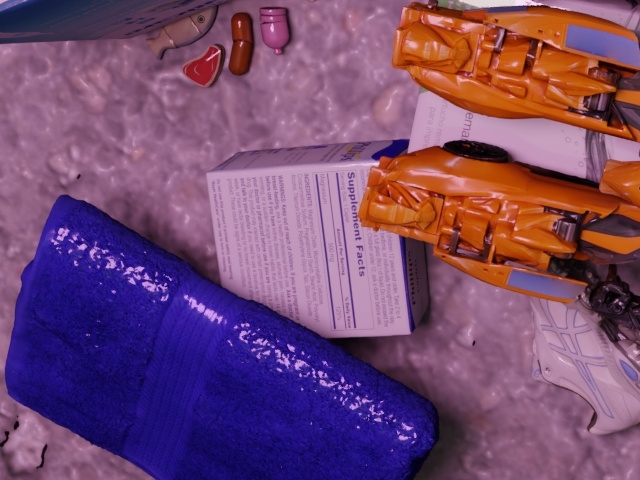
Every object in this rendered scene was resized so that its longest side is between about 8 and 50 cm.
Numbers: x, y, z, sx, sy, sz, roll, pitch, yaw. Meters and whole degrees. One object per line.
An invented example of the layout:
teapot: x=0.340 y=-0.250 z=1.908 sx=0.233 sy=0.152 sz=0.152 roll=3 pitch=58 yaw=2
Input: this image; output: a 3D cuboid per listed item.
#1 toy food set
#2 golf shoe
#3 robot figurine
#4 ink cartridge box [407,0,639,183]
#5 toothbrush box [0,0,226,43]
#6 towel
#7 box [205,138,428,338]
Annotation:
toy food set: x=-0.062 y=-0.153 z=1.142 sx=0.122 sy=0.019 sz=0.078 roll=-42 pitch=90 yaw=20
golf shoe: x=0.166 y=0.062 z=1.113 sx=0.086 sy=0.069 sz=0.176 roll=-40 pitch=90 yaw=26
robot figurine: x=0.177 y=-0.042 z=0.972 sx=0.291 sy=0.085 sz=0.211 roll=14 pitch=108 yaw=10
ink cartridge box: x=0.179 y=-0.083 z=1.057 sx=0.219 sy=0.092 sz=0.160 roll=13 pitch=107 yaw=12
toothbrush box: x=-0.160 y=-0.241 z=0.991 sx=0.126 sy=0.295 sz=0.216 roll=-18 pitch=91 yaw=19
towel: x=-0.081 y=0.119 z=1.133 sx=0.308 sy=0.076 sz=0.227 roll=28 pitch=142 yaw=7
box: x=0.000 y=0.000 z=1.135 sx=0.137 sy=0.072 sz=0.126 roll=-3 pitch=104 yaw=16
